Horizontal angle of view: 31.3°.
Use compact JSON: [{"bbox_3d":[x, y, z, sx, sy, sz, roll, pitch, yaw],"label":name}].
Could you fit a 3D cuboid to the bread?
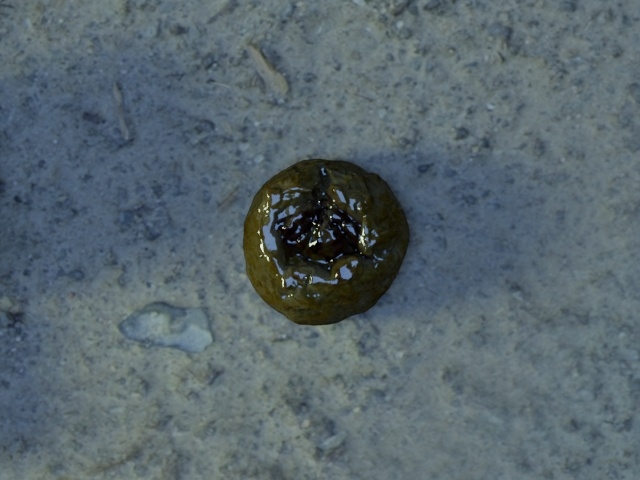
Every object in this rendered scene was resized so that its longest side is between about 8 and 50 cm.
[{"bbox_3d":[0.000,0.000,1.522,0.230,0.123,0.230,0,92,10],"label":"bread"}]
